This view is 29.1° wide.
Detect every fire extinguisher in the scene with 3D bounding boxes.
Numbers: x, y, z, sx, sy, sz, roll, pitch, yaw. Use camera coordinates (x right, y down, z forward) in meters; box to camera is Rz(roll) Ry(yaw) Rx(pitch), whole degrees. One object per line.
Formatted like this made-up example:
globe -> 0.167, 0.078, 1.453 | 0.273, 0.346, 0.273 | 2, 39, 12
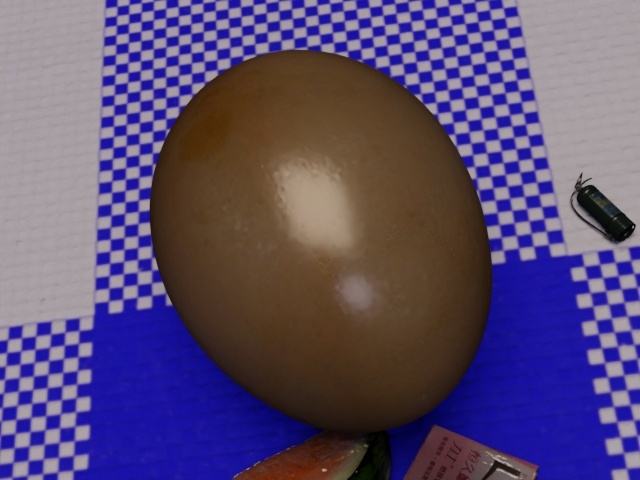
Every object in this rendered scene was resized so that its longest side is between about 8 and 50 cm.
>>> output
fire extinguisher -> 0.287, -0.032, 1.278 | 0.038, 0.025, 0.083 | -44, 60, 9

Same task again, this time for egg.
egg -> 0.000, 0.000, 1.142 | 0.301, 0.301, 0.374 | -20, 61, -3

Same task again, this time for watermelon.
watermelon -> -0.030, 0.244, 1.147 | 0.245, 0.063, 0.119 | -32, 41, -5

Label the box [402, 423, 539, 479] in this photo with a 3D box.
box -> 0.118, 0.255, 1.111 | 0.111, 0.060, 0.156 | 22, 65, 19
